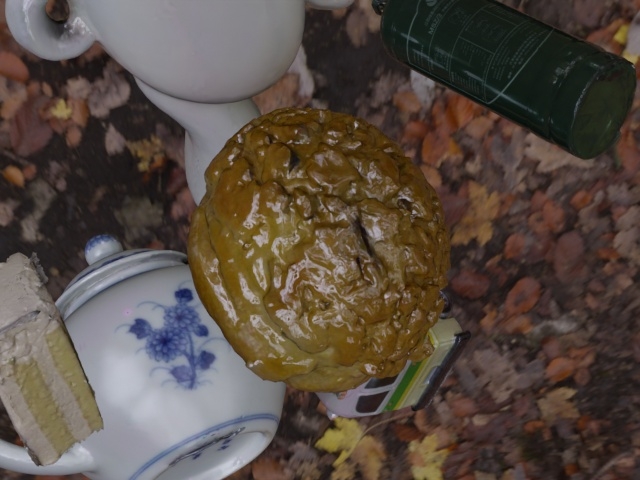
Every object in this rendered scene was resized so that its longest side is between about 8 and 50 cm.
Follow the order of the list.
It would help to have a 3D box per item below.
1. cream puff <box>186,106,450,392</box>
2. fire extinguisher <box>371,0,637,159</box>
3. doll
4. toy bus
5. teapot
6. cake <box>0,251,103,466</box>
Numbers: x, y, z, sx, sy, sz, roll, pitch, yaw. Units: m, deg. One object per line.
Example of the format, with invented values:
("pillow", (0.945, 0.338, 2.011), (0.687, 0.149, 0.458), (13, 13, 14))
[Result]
("cream puff", (0.004, -0.001, 0.560), (0.126, 0.103, 0.144), (6, 57, -41))
("fire extinguisher", (0.151, -0.188, 1.096), (0.311, 0.095, 0.114), (33, 81, 36))
("doll", (-0.028, -0.227, 0.653), (0.365, 0.376, 0.187), (-41, 65, -7))
("toy bus", (0.017, 0.069, 1.422), (0.179, 0.143, 0.305), (-11, 51, -38))
("teapot", (-0.174, 0.110, 1.169), (0.424, 0.252, 0.280), (-16, 65, -31))
("cake", (-0.155, 0.068, 0.629), (0.052, 0.121, 0.065), (-27, 45, -17))
